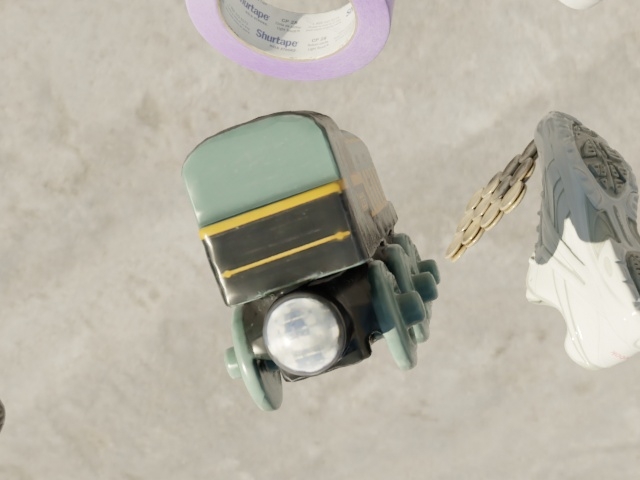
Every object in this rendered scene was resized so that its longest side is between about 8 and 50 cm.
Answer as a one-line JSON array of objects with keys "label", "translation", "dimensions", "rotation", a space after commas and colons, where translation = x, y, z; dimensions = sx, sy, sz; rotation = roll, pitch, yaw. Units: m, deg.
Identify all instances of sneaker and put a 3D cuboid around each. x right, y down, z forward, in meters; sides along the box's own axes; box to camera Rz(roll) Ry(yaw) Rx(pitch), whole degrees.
[{"label": "sneaker", "translation": [0.202, 0.000, 0.906], "dimensions": [0.090, 0.232, 0.115], "rotation": [17, 138, -34]}]

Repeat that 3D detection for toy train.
[{"label": "toy train", "translation": [0.000, 0.000, 0.824], "dimensions": [0.142, 0.334, 0.190], "rotation": [-17, 93, 10]}]

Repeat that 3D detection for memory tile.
[{"label": "memory tile", "translation": [0.190, -0.043, 1.218], "dimensions": [0.012, 0.113, 0.148], "rotation": [35, 141, -7]}]

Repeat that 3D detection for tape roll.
[{"label": "tape roll", "translation": [-0.037, -0.333, 1.488], "dimensions": [0.274, 0.090, 0.275], "rotation": [8, 150, 5]}]

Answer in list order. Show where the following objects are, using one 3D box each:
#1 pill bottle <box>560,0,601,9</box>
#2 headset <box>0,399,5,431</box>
[{"label": "pill bottle", "translation": [0.388, -0.387, 1.386], "dimensions": [0.136, 0.136, 0.245], "rotation": [27, 154, -17]}, {"label": "headset", "translation": [-0.406, 0.153, 0.743], "dimensions": [0.243, 0.394, 0.185], "rotation": [-47, 71, 33]}]
